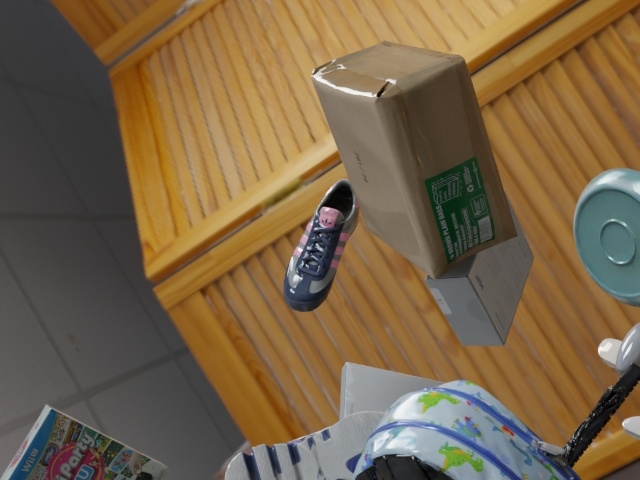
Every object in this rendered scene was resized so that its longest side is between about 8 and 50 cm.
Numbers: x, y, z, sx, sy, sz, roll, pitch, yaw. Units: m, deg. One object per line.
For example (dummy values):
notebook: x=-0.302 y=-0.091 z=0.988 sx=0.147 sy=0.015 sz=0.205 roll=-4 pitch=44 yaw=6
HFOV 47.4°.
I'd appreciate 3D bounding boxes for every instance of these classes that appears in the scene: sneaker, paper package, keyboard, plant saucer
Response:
sneaker: x=0.002 y=0.363 z=1.172 sx=0.182 sy=0.315 sz=0.128 roll=106 pitch=153 yaw=-68
paper package: x=0.148 y=-0.146 z=1.220 sx=0.325 sy=0.168 sz=0.309 roll=68 pitch=170 yaw=-24
sneaker: x=0.000 y=0.000 z=1.565 sx=0.131 sy=0.112 sz=0.319 roll=93 pitch=-165 yaw=-53
keyboard: x=0.469 y=0.348 z=1.289 sx=0.033 sy=0.317 sz=0.201 roll=37 pitch=175 yaw=29
plant saucer: x=0.666 y=0.001 z=1.609 sx=0.317 sy=0.043 sz=0.318 roll=49 pitch=147 yaw=48

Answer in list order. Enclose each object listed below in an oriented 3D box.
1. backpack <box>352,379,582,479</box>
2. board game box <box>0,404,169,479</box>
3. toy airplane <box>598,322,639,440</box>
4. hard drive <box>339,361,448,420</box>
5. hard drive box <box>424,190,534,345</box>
backpack: x=0.209 y=0.365 z=0.982 sx=0.355 sy=0.290 sz=0.273 roll=32 pitch=-129 yaw=-8
board game box: x=-0.526 y=0.533 z=1.608 sx=0.303 sy=0.224 sz=0.097 roll=34 pitch=161 yaw=-19
toy airplane: x=0.816 y=0.292 z=1.555 sx=0.384 sy=0.385 sz=0.273 roll=-61 pitch=-37 yaw=-64
hard drive: x=0.198 y=0.409 z=1.720 sx=0.307 sy=0.040 sz=0.203 roll=14 pitch=-133 yaw=-10
hard drive box: x=0.302 y=0.050 z=1.354 sx=0.181 sy=0.089 sz=0.232 roll=57 pitch=-134 yaw=-29
